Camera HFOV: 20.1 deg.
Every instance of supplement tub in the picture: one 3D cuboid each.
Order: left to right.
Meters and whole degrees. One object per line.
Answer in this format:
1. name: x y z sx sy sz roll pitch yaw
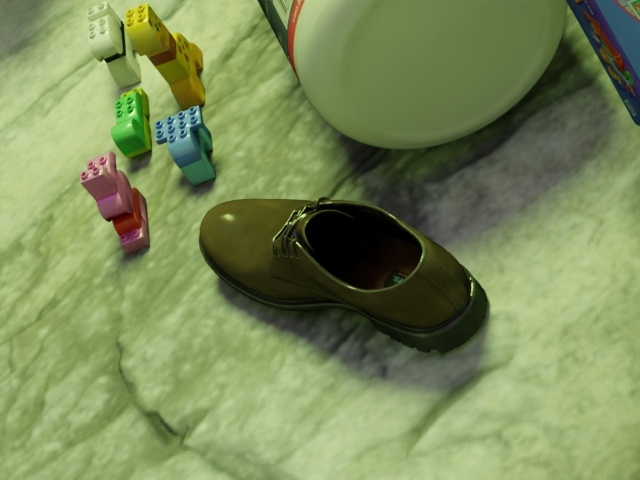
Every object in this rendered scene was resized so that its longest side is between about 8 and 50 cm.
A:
1. supplement tub: 0.039 -0.212 1.266 0.191 0.191 0.272 -31 47 6

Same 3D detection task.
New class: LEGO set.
1. LEGO set: -0.136 -0.116 1.360 0.087 0.093 0.227 -21 48 14

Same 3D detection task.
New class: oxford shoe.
1. oxford shoe: 0.000 0.000 1.194 0.227 0.096 0.083 12 65 38

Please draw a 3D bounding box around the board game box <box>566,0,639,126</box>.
1. board game box: 0.295 -0.255 1.109 0.347 0.233 0.078 -31 11 0
